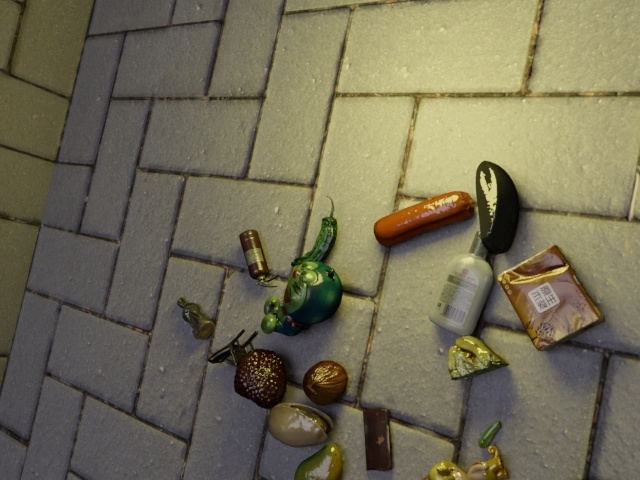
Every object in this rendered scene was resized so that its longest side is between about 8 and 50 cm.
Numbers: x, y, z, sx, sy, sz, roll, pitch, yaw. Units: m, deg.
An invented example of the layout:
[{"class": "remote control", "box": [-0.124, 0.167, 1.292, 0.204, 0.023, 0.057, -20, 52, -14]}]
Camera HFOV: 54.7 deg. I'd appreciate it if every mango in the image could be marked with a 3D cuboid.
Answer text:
[{"class": "mango", "box": [-0.003, 0.716, 1.898, 0.191, 0.085, 0.122, -43, 56, 21]}]

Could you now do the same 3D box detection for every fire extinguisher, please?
[{"class": "fire extinguisher", "box": [-0.216, 0.070, 2.201, 0.099, 0.071, 0.231, -21, 67, 0]}]

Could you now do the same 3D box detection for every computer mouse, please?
[{"class": "computer mouse", "box": [0.492, -0.096, 1.688, 0.086, 0.137, 0.270, -14, 71, 41]}]

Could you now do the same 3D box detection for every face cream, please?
[{"class": "face cream", "box": [0.410, 0.116, 1.741, 0.143, 0.071, 0.291, 21, 94, 33]}]

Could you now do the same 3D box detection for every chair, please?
[{"class": "chair", "box": [-0.300, 0.413, 2.175, 0.212, 0.084, 0.102, -42, 56, 21]}]

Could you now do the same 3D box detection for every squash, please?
[{"class": "squash", "box": [0.452, 0.519, 1.656, 0.027, 0.027, 0.089, 37, 100, 35]}]

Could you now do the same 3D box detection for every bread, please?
[{"class": "bread", "box": [0.419, 0.312, 1.682, 0.156, 0.103, 0.110, -22, 60, 23]}]

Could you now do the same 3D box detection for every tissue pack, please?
[{"class": "tissue pack", "box": [0.590, 0.148, 1.597, 0.183, 0.092, 0.226, -35, 65, 24]}]

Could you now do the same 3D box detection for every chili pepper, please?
[{"class": "chili pepper", "box": [0.000, 0.000, 2.060, 0.122, 0.065, 0.279, 42, 109, 30]}]

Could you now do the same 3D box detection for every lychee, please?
[{"class": "lychee", "box": [-0.190, 0.450, 2.040, 0.188, 0.188, 0.188, -8, 76, 34]}]

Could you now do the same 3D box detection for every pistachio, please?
[{"class": "pistachio", "box": [-0.068, 0.582, 1.945, 0.223, 0.126, 0.152, 3, 118, 28]}]

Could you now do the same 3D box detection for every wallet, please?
[{"class": "wallet", "box": [0.170, 0.592, 1.839, 0.095, 0.026, 0.176, -15, 71, 38]}]

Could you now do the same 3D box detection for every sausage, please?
[{"class": "sausage", "box": [0.296, -0.066, 1.849, 0.330, 0.102, 0.102, -21, 69, 31]}]

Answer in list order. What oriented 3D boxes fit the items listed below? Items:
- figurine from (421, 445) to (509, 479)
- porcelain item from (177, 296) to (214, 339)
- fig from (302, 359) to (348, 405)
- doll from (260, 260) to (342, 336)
[{"class": "figurine", "box": [0.371, 0.636, 1.638, 0.246, 0.131, 0.156, -23, 107, 14]}, {"class": "porcelain item", "box": [-0.486, 0.281, 2.351, 0.215, 0.069, 0.081, 41, 109, 39]}, {"class": "fig", "box": [-0.011, 0.444, 1.896, 0.133, 0.201, 0.146, 36, 107, 25]}, {"class": "doll", "box": [-0.049, 0.188, 1.987, 0.322, 0.186, 0.199, -46, 25, 38]}]
